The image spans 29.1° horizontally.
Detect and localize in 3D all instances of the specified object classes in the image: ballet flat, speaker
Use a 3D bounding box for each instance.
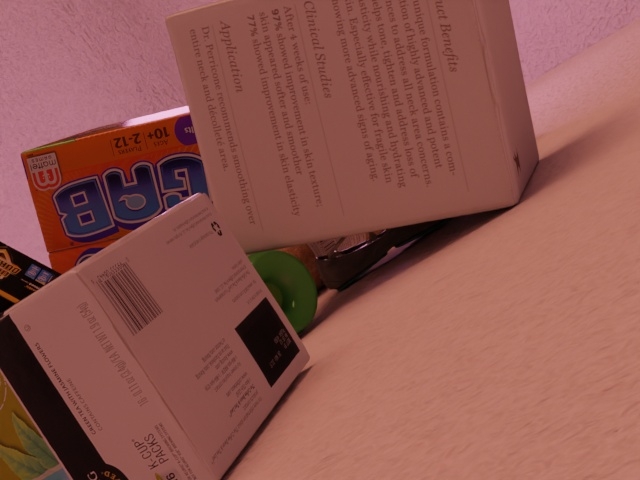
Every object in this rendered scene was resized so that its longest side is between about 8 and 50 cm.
[{"bbox_3d":[0.088,-0.007,1.746,0.213,0.068,0.072,-33,4,0],"label":"ballet flat"},{"bbox_3d":[-0.132,0.109,1.642,0.131,0.131,0.296,-36,5,-41],"label":"speaker"}]

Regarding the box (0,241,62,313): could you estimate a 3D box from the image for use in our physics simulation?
[{"bbox_3d":[-0.398,0.134,1.803,0.079,0.257,0.322,-59,-5,-26],"label":"box"}]

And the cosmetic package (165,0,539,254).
[{"bbox_3d":[0.061,-0.197,1.653,0.393,0.330,0.327,-10,10,17],"label":"cosmetic package"}]

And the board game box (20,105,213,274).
[{"bbox_3d":[-0.260,-0.049,2.210,0.356,0.356,0.356,-11,10,14],"label":"board game box"}]

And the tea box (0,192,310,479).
[{"bbox_3d":[-0.229,0.150,1.183,0.323,0.220,0.329,-32,4,18],"label":"tea box"}]

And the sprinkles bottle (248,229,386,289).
[{"bbox_3d":[0.000,0.000,1.966,0.121,0.121,0.355,-29,5,42],"label":"sprinkles bottle"}]
